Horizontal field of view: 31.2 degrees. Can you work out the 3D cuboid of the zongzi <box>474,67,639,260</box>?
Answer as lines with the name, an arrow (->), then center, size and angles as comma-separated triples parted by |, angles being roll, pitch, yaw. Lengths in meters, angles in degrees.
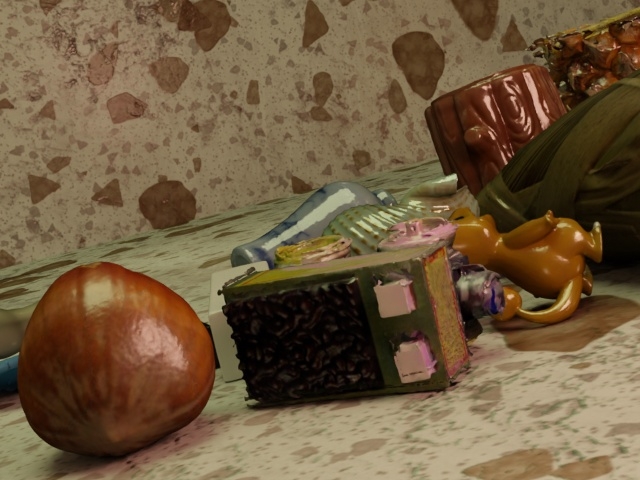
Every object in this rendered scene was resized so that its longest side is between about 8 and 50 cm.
zongzi -> 0.315, -0.013, 1.196 | 0.467, 0.218, 0.500 | -33, 9, 17

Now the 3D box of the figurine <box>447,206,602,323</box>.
figurine -> 0.188, 0.028, 1.158 | 0.176, 0.121, 0.122 | 15, 52, 16

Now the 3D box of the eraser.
eraser -> -0.084, 0.087, 1.328 | 0.076, 0.078, 0.298 | -13, 7, -3

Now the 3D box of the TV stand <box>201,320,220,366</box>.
TV stand -> -0.172, 0.115, 1.378 | 0.040, 0.049, 0.256 | -16, 8, -17

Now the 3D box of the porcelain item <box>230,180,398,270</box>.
porcelain item -> 0.000, 0.000, 1.664 | 0.259, 0.141, 0.141 | -26, 12, -28

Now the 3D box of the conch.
conch -> 0.091, 0.023, 1.260 | 0.172, 0.131, 0.200 | 29, -45, -33

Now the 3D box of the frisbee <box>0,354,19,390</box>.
frisbee -> -0.336, 0.150, 1.401 | 0.242, 0.045, 0.242 | -20, 0, 0

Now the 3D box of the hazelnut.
hazelnut -> -0.185, 0.104, 1.021 | 0.182, 0.182, 0.182 | -13, 7, 2

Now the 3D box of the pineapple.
pineapple -> 0.510, -0.222, 1.772 | 0.353, 0.300, 0.352 | -12, 8, 2

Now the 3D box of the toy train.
toy train -> 0.034, 0.062, 1.071 | 0.261, 0.134, 0.177 | -10, 8, 27

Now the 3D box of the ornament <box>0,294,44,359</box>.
ornament -> -0.398, 0.115, 1.461 | 0.075, 0.081, 0.156 | 27, 28, 35

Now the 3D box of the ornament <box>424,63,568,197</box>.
ornament -> 0.253, -0.111, 1.566 | 0.235, 0.217, 0.221 | -21, -2, 36
